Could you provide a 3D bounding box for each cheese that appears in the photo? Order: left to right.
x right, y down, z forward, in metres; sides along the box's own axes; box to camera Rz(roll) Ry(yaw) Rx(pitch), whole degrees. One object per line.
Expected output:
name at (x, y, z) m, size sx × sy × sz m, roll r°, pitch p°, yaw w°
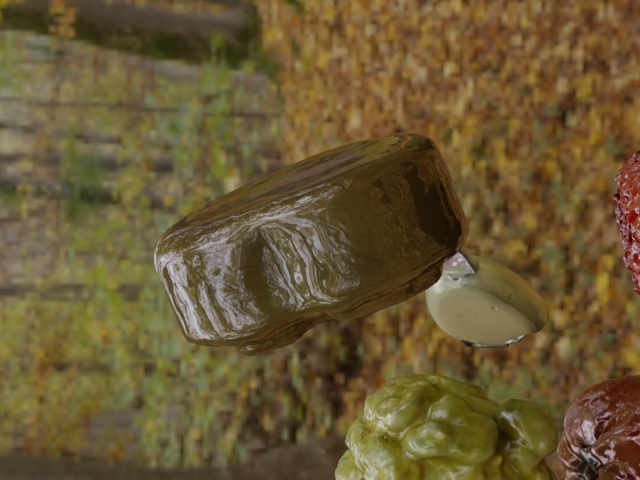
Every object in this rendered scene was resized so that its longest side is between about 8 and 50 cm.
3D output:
cheese at (0.152, 0.039, 1.555) m, size 0.255 × 0.127 × 0.050 m, roll 52°, pitch -133°, yaw -53°

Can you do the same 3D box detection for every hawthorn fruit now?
hawthorn fruit at (0.402, 0.294, 1.765) m, size 0.284 × 0.284 × 0.284 m, roll 180°, pitch 90°, yaw -90°

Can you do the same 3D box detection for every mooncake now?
mooncake at (0.000, 0.000, 1.155) m, size 0.235 × 0.235 × 0.117 m, roll -94°, pitch -19°, yaw -83°

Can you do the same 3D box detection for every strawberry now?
strawberry at (0.266, -0.020, 1.167) m, size 0.121 × 0.082 × 0.188 m, roll -49°, pitch 27°, yaw 15°

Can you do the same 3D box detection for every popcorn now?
popcorn at (0.128, 0.245, 1.568) m, size 0.235 × 0.241 × 0.250 m, roll -54°, pitch -26°, yaw -52°
